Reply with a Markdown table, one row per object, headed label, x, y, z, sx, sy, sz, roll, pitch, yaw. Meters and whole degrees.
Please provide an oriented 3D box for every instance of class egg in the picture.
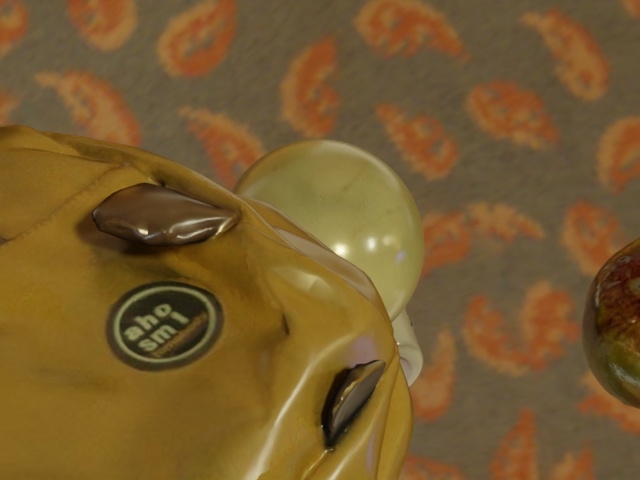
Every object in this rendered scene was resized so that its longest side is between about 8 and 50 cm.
| label | x | y | z | sx | sy | sz | roll | pitch | yaw |
| --- | --- | --- | --- | --- | --- | --- | --- | --- | --- |
| egg | 0.000 | 0.000 | 1.768 | 0.186 | 0.242 | 0.186 | -1 | 110 | -1 |

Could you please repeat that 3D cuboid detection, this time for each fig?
| label | x | y | z | sx | sy | sz | roll | pitch | yaw |
| --- | --- | --- | --- | --- | --- | --- | --- | --- | --- |
| fig | 0.335 | 0.085 | 1.858 | 0.181 | 0.191 | 0.181 | 11 | 60 | -19 |

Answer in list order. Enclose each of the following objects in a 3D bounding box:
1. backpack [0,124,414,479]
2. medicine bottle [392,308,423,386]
| label | x | y | z | sx | sy | sz | roll | pitch | yaw |
| --- | --- | --- | --- | --- | --- | --- | --- | --- | --- |
| backpack | -0.155 | 0.080 | 1.006 | 0.353 | 0.378 | 0.201 | -43 | 137 | -30 |
| medicine bottle | 0.030 | 0.069 | 1.900 | 0.105 | 0.105 | 0.168 | -3 | 50 | -21 |
